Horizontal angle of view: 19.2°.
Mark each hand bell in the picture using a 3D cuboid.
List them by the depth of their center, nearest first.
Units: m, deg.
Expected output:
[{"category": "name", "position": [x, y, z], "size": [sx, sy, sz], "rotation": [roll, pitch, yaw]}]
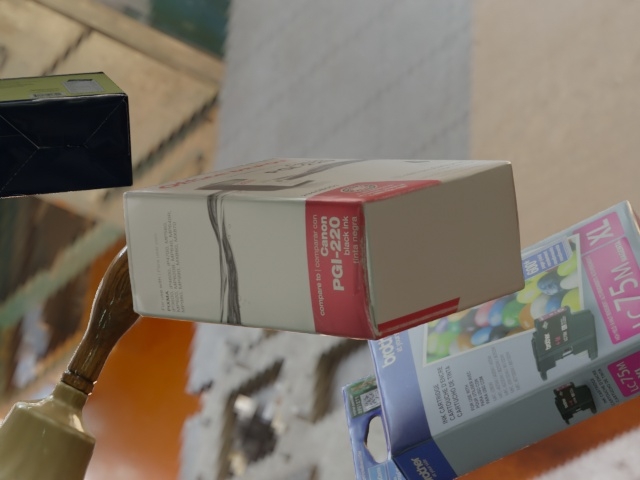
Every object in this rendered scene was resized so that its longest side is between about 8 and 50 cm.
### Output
[{"category": "hand bell", "position": [-0.174, 0.097, 1.386], "size": [0.242, 0.126, 0.126], "rotation": [-63, 27, -7]}]

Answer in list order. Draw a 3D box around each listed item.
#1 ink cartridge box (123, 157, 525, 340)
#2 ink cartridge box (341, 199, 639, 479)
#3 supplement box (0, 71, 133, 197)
[{"category": "ink cartridge box", "position": [0.000, 0.000, 1.242], "size": [0.218, 0.158, 0.092], "rotation": [1, 101, 43]}, {"category": "ink cartridge box", "position": [0.151, 0.099, 1.605], "size": [0.311, 0.065, 0.186], "rotation": [-28, 33, 13]}, {"category": "supplement box", "position": [-0.160, -0.064, 1.123], "size": [0.083, 0.083, 0.056], "rotation": [-138, 45, -68]}]
